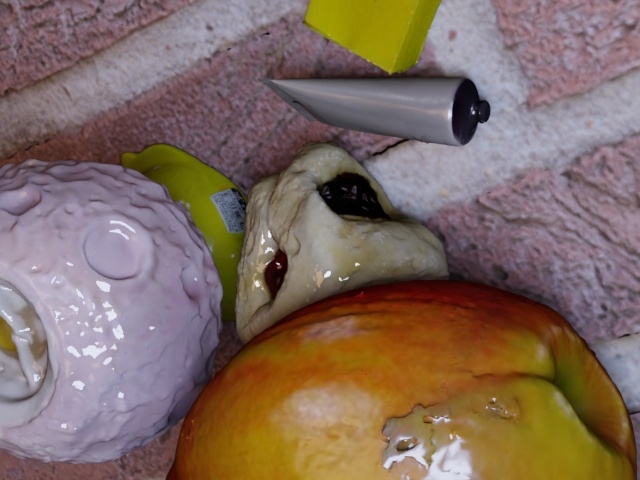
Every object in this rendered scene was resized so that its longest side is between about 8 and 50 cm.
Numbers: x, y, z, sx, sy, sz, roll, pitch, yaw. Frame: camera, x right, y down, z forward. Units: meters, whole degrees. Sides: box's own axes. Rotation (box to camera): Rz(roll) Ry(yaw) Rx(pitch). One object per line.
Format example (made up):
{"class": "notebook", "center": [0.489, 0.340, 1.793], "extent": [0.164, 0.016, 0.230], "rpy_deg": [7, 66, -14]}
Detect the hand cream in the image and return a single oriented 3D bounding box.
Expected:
{"class": "hand cream", "center": [0.050, -0.108, 1.261], "extent": [0.186, 0.087, 0.054], "rpy_deg": [7, 75, 30]}

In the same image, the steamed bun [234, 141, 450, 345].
{"class": "steamed bun", "center": [0.000, 0.000, 1.293], "extent": [0.172, 0.141, 0.155], "rpy_deg": [-41, 60, 42]}

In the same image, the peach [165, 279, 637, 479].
{"class": "peach", "center": [0.058, 0.191, 1.193], "extent": [0.373, 0.373, 0.290], "rpy_deg": [-31, 67, 38]}

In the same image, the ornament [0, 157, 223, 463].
{"class": "ornament", "center": [-0.204, 0.057, 1.296], "extent": [0.259, 0.225, 0.259], "rpy_deg": [9, 108, 28]}

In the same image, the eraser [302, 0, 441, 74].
{"class": "eraser", "center": [0.048, -0.207, 1.240], "extent": [0.097, 0.045, 0.122], "rpy_deg": [35, 123, 20]}

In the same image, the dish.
{"class": "dish", "center": [-0.135, 0.004, 1.422], "extent": [0.207, 0.080, 0.149], "rpy_deg": [46, 125, 12]}
